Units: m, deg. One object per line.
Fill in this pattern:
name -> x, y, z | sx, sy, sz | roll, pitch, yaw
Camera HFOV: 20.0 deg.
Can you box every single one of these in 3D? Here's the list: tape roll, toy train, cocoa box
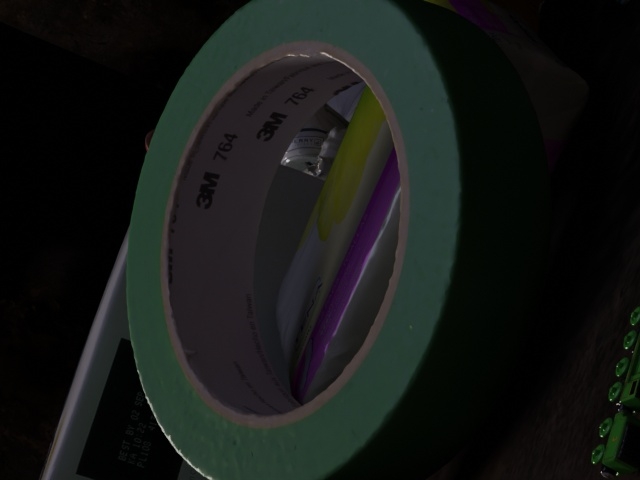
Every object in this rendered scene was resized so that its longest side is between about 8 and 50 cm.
tape roll -> 0.000, 0.000, 1.128 | 0.321, 0.077, 0.321 | -13, 72, 48
toy train -> 0.134, 0.061, 0.766 | 0.024, 0.017, 0.083 | -36, 30, 62
cocoa box -> -0.085, 0.133, 1.468 | 0.228, 0.231, 0.347 | 118, 170, -55

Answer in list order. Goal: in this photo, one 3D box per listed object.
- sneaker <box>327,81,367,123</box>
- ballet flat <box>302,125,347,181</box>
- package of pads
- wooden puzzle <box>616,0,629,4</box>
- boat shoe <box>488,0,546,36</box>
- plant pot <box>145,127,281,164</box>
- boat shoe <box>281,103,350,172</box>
sneaker -> 0.065, -0.119, 1.958 | 0.129, 0.111, 0.297 | -35, 18, 29
ballet flat -> 0.001, 0.018, 1.728 | 0.409, 0.147, 0.147 | 118, 173, -53
package of pads -> 0.065, -0.019, 1.258 | 0.229, 0.101, 0.296 | -107, 40, -71
wooden puzzle -> 0.205, -0.186, 1.167 | 0.049, 0.006, 0.083 | 120, 171, -57
boat shoe -> 0.133, -0.196, 1.456 | 0.096, 0.098, 0.277 | 122, 168, -59
plant pot -> -0.098, 0.038, 2.063 | 0.272, 0.272, 0.265 | -83, 9, -72
boat shoe -> 0.026, -0.078, 1.756 | 0.226, 0.083, 0.075 | 47, -140, -65
